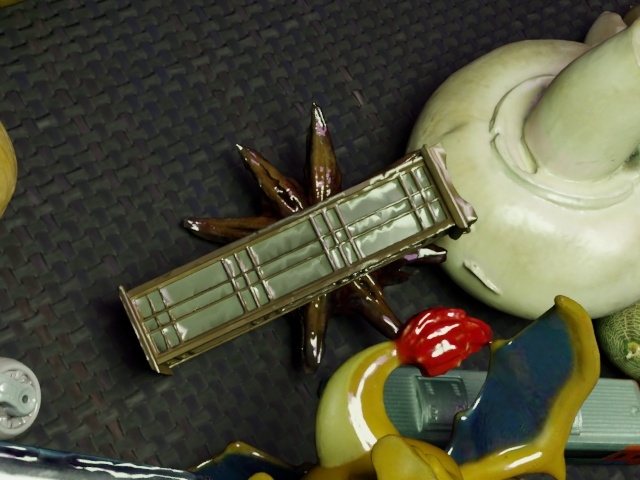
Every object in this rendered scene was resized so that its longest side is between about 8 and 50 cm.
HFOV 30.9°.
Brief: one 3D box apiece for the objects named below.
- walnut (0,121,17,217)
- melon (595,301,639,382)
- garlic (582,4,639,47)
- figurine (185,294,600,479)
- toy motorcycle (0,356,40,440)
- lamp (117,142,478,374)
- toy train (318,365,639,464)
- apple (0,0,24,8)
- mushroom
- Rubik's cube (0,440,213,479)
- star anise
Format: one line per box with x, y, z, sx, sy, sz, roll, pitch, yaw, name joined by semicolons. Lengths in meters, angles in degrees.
-0.369;-0.065;0.970;0.226;0.193;0.193;40;59;-10;walnut
0.380;0.088;1.297;0.139;0.139;0.192;52;43;0;melon
0.443;-0.150;1.429;0.279;0.132;0.325;23;68;-26;garlic
0.113;0.254;0.990;0.387;0.401;0.268;48;12;-41;figurine
-0.327;0.109;0.926;0.254;0.112;0.112;14;62;-56;toy motorcycle
-0.020;0.019;1.079;0.325;0.090;0.089;-25;81;-2;lamp
0.200;0.184;1.209;0.410;0.089;0.086;6;64;-24;toy train
-0.353;-0.387;1.024;0.401;0.333;0.400;2;79;-8;apple
0.272;-0.083;1.223;0.315;0.356;0.315;45;24;-27;mushroom
-0.261;0.298;0.809;0.310;0.307;0.305;16;66;-20;Rubik's cube
0.000;0.000;1.177;0.272;0.102;0.271;0;82;-2;star anise
